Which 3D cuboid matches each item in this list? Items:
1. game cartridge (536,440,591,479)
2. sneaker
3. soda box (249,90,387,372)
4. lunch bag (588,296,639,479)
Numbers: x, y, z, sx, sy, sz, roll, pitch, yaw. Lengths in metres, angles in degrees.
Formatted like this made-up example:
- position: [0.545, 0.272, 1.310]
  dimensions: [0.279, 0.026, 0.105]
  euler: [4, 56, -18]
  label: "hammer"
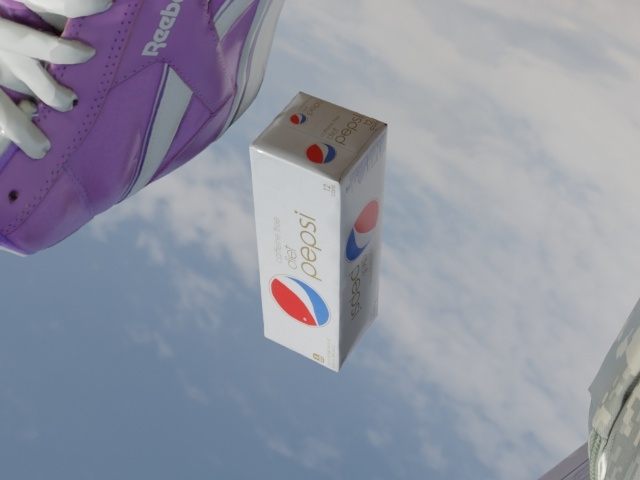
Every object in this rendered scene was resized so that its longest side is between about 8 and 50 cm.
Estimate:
- position: [0.392, 0.329, 1.328]
  dimensions: [0.068, 0.355, 0.230]
  euler: [53, 180, -24]
  label: "game cartridge"
- position: [-0.083, -0.085, 0.342]
  dimensions: [0.102, 0.282, 0.161]
  euler: [40, -118, 16]
  label: "sneaker"
- position: [0.000, 0.000, 0.775]
  dimensions: [0.074, 0.216, 0.069]
  euler: [24, -128, 20]
  label: "soda box"
- position: [0.244, 0.040, 0.381]
  dimensions: [0.212, 0.305, 0.256]
  euler: [30, -171, 10]
  label: "lunch bag"
